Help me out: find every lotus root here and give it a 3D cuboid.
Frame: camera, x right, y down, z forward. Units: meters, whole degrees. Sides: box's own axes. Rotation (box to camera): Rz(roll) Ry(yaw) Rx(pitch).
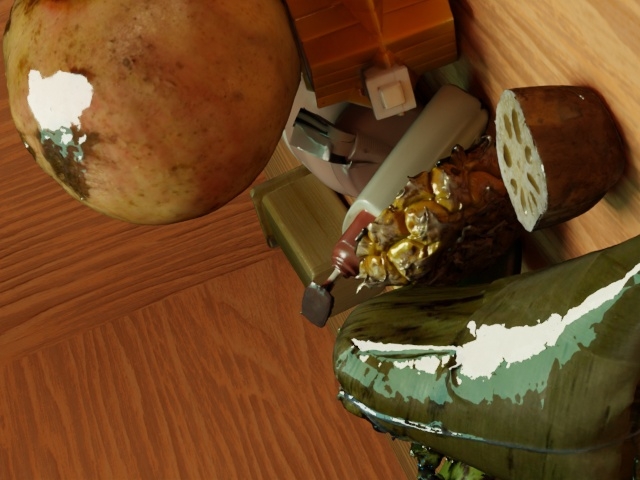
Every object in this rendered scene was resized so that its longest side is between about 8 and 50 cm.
[{"bbox_3d":[0.193,-0.076,0.871,0.122,0.081,0.112,87,161,-72],"label":"lotus root"}]

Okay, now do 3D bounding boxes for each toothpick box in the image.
[{"bbox_3d":[0.000,0.000,2.271,0.308,0.187,0.190,56,167,44],"label":"toothpick box"}]

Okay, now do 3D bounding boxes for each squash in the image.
[{"bbox_3d":[0.158,0.108,1.123,0.087,0.087,0.332,77,-151,-54],"label":"squash"}]

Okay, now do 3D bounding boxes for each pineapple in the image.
[{"bbox_3d":[0.133,-0.010,1.043,0.076,0.224,0.225,56,169,27],"label":"pineapple"}]

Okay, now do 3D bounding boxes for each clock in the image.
[{"bbox_3d":[0.044,-0.256,1.139,0.309,0.166,0.235,-109,0,-63],"label":"clock"}]

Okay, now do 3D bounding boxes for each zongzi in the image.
[{"bbox_3d":[0.158,0.067,0.888,0.322,0.160,0.360,17,140,20],"label":"zongzi"}]

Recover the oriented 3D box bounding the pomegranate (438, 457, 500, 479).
[{"bbox_3d":[0.231,0.283,1.084,0.254,0.254,0.271,149,113,-83],"label":"pomegranate"}]

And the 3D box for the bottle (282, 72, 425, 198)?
[{"bbox_3d":[0.038,-0.144,1.370,0.297,0.206,0.173,-127,53,-65],"label":"bottle"}]

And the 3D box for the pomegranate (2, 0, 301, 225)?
[{"bbox_3d":[-0.171,-0.175,1.072,0.322,0.322,0.322,158,90,-83],"label":"pomegranate"}]

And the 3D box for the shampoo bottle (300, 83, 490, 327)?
[{"bbox_3d":[0.074,-0.034,1.131,0.071,0.284,0.153,38,166,10],"label":"shampoo bottle"}]
